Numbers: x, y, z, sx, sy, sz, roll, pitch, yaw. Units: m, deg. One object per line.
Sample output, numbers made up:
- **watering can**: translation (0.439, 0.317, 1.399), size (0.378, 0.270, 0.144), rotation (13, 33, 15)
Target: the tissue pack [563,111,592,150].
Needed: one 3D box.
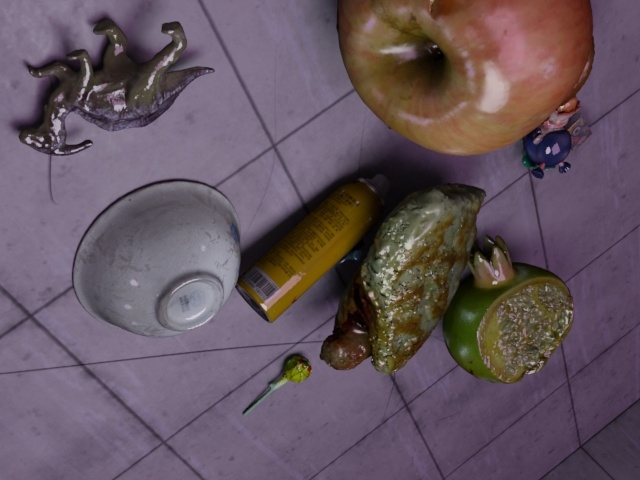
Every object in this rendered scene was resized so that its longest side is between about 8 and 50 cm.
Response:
- **tissue pack**: translation (0.563, -0.245, 1.874), size (0.063, 0.035, 0.083), rotation (-46, 141, 3)

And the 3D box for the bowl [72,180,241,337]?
- **bowl**: translation (-0.243, 0.066, 1.424), size (0.313, 0.146, 0.313), rotation (-21, 134, -24)

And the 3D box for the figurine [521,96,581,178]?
- **figurine**: translation (0.482, -0.228, 1.774), size (0.111, 0.102, 0.195), rotation (-18, 133, -24)

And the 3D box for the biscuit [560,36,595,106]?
- **biscuit**: translation (0.426, -0.350, 1.630), size (0.220, 0.066, 0.220), rotation (-8, 120, -15)

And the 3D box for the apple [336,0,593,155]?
- **apple**: translation (0.228, -0.328, 1.295), size (0.346, 0.391, 0.391), rotation (-38, 143, -36)

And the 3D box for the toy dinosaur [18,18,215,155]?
- **toy dinosaur**: translation (-0.295, -0.222, 1.198), size (0.294, 0.077, 0.162), rotation (-18, 139, -6)

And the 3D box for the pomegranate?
- **pomegranate**: translation (0.409, 0.149, 1.974), size (0.309, 0.216, 0.359), rotation (-28, 107, -16)

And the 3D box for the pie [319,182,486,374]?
- **pie**: translation (0.191, 0.052, 1.648), size (0.395, 0.180, 0.418), rotation (-30, 150, -55)

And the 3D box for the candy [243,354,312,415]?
- **candy**: translation (-0.098, 0.321, 1.830), size (0.194, 0.058, 0.062), rotation (-41, 131, 11)

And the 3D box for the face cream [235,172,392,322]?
- **face cream**: translation (0.000, 0.000, 1.568), size (0.348, 0.105, 0.105), rotation (-43, 140, -14)

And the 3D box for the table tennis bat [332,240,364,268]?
- **table tennis bat**: translation (0.048, 0.028, 1.633), size (0.100, 0.155, 0.019), rotation (-36, 99, -16)
